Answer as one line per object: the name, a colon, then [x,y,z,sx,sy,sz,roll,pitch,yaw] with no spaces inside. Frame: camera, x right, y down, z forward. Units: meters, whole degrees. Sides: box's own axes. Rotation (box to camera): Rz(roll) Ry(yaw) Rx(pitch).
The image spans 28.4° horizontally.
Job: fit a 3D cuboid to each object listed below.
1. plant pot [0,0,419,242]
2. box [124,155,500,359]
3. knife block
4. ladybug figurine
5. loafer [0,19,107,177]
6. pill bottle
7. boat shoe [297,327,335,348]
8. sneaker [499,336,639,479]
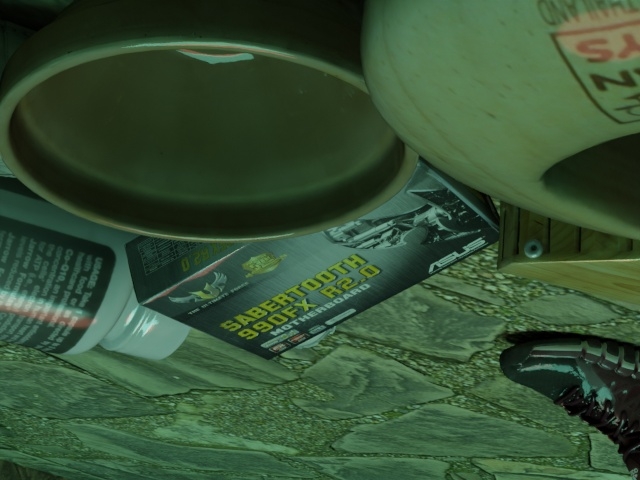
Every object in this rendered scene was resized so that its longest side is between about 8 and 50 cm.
plant pot: [-0.062,-0.094,0.732,0.237,0.110,0.237,1,155,0]
box: [0.000,0.000,0.950,0.231,0.056,0.183,-29,151,18]
knife block: [0.297,0.012,0.974,0.275,0.088,0.242,-3,159,23]
ladybug figurine: [0.187,-0.100,0.503,0.305,0.162,0.449,-8,168,31]
loafer: [-0.184,-0.091,0.822,0.111,0.112,0.319,-14,161,35]
pill bottle: [-0.242,0.001,1.011,0.283,0.161,0.161,18,158,-29]
boat shoe: [-0.018,0.088,1.347,0.063,0.066,0.184,-1,163,-25]
sneaker: [0.333,0.205,1.409,0.281,0.163,0.106,10,161,-11]
